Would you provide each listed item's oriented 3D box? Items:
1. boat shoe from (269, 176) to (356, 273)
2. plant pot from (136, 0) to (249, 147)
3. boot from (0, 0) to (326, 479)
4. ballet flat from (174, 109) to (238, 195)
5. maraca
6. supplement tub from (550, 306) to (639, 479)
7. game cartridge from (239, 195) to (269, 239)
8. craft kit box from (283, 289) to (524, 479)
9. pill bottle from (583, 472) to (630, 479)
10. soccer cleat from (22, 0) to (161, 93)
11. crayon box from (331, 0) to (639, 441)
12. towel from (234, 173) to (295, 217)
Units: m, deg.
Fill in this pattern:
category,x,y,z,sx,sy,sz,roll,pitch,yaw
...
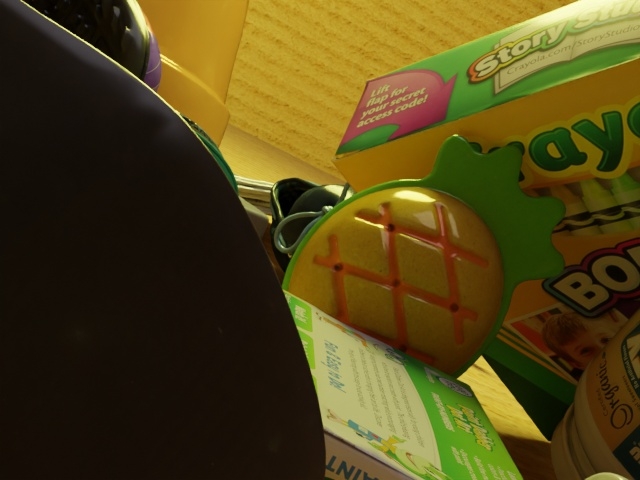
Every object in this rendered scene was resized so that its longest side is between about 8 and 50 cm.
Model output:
category,x,y,z,sx,sy,sz,roll,pitch,yaw
boat shoe,0.000,0.000,0.965,0.089,0.109,0.258,66,-18,-15
plant pot,-0.201,-0.227,1.242,0.291,0.203,0.291,25,-6,3
boot,-0.117,-0.014,0.381,0.305,0.112,0.115,50,-25,-6
ballet flat,-0.102,-0.034,0.524,0.070,0.070,0.188,31,4,24
maraca,0.061,0.018,0.725,0.127,0.186,0.099,52,-2,4
supplement tub,0.240,0.088,0.697,0.144,0.199,0.144,21,37,-16
game cartridge,-0.230,-0.095,0.955,0.355,0.068,0.230,22,13,-45
craft kit box,-0.029,0.064,0.553,0.247,0.061,0.250,25,6,-4
pill bottle,0.177,0.160,0.511,0.160,0.087,0.087,27,6,-15
soccer cleat,-0.172,-0.141,0.867,0.116,0.108,0.318,29,2,-38
crayon box,0.244,-0.019,0.795,0.363,0.106,0.313,-17,-53,36
towel,-0.018,-0.041,1.231,0.209,0.034,0.285,11,3,-2
